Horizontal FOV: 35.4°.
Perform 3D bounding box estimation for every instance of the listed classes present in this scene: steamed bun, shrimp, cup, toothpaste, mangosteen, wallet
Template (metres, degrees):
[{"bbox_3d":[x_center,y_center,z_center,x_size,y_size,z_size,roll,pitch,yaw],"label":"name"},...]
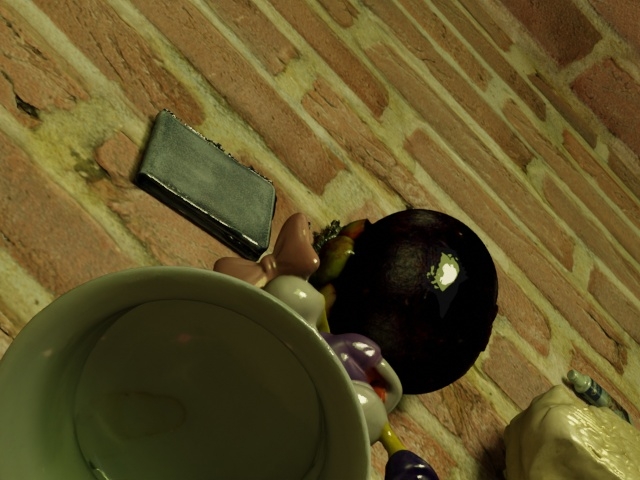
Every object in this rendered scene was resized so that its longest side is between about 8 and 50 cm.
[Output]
[{"bbox_3d":[0.387,0.364,1.500,0.276,0.203,0.289,43,16,7],"label":"steamed bun"},{"bbox_3d":[0.000,0.000,1.547,0.091,0.034,0.161,41,32,-14],"label":"shrimp"},{"bbox_3d":[-0.124,0.176,0.948,0.347,0.347,0.163,46,11,-6],"label":"cup"},{"bbox_3d":[0.539,0.306,1.915,0.216,0.037,0.062,39,30,-27],"label":"toothpaste"},{"bbox_3d":[0.099,0.073,1.420,0.302,0.275,0.275,17,30,9],"label":"mangosteen"},{"bbox_3d":[-0.156,-0.077,1.430,0.222,0.036,0.167,33,35,-23],"label":"wallet"}]

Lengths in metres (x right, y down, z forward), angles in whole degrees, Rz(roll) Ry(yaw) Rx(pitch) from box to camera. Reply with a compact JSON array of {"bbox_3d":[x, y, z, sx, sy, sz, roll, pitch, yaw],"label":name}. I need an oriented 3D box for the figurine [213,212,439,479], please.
[{"bbox_3d":[0.004,0.169,1.225,0.193,0.154,0.421,54,7,-51],"label":"figurine"}]
